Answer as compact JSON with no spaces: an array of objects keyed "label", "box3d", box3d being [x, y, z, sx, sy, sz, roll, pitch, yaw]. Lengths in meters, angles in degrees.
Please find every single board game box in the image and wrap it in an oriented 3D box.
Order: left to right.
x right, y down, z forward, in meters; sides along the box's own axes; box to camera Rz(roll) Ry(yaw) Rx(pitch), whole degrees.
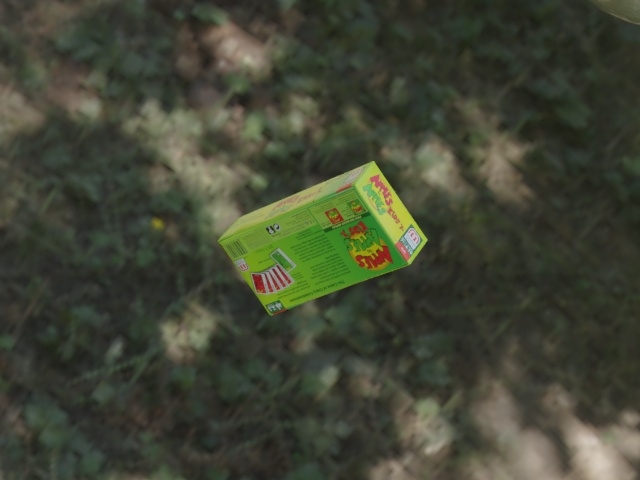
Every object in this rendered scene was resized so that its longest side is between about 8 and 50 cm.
[{"label":"board game box","box3d":[0.000,0.000,1.760,0.092,0.181,0.043,55,42,-16]}]

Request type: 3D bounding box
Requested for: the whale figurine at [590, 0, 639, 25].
[{"label":"whale figurine","box3d":[0.166,-0.207,0.694,0.216,0.272,0.141,-11,53,-31]}]
